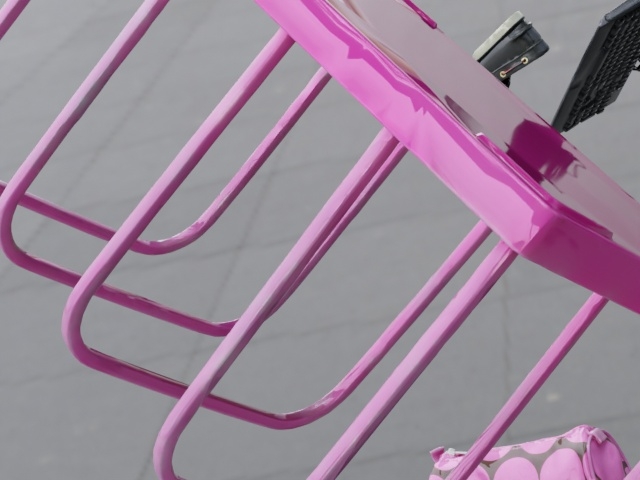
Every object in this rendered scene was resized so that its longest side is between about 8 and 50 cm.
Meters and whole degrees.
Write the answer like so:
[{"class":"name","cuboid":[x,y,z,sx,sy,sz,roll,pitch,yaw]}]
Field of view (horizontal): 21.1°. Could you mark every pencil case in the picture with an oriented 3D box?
[{"class":"pencil case","cuboid":[0.204,0.237,1.692,0.209,0.098,0.095,-17,-9,36]}]

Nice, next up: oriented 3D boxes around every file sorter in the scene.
[{"class":"file sorter","cuboid":[0.000,0.000,0.709,0.202,0.182,0.291,24,19,-50]}]

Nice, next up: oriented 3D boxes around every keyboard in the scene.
[{"class":"keyboard","cuboid":[0.230,-0.132,1.274,0.100,0.038,0.192,-36,-13,-15]}]

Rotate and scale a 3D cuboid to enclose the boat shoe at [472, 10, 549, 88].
[{"class":"boat shoe","cuboid":[0.124,-0.123,1.328,0.133,0.042,0.049,-42,0,44]}]
